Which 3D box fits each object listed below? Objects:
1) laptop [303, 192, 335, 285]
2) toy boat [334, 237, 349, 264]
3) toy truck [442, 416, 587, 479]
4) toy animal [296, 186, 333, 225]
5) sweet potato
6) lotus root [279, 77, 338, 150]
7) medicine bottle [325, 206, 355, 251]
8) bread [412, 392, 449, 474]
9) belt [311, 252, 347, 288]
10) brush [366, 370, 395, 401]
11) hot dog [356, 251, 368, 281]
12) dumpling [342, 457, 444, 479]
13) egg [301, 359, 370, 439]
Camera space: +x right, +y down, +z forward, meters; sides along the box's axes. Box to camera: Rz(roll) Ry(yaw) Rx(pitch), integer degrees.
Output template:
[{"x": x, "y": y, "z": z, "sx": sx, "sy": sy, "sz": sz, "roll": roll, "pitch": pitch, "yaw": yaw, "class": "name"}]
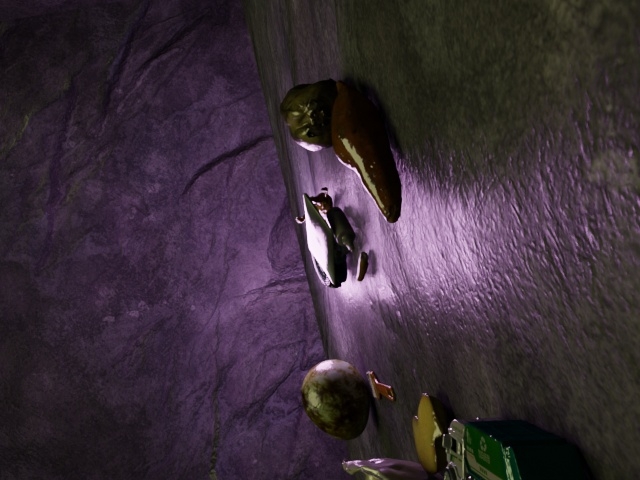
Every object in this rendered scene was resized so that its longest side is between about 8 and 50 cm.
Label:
[{"x": 0.000, "y": 0.000, "z": 1.707, "sx": 0.188, "sy": 0.015, "sz": 0.269, "roll": 56, "pitch": 161, "yaw": 36, "class": "laptop"}, {"x": 0.062, "y": 0.023, "z": 1.702, "sx": 0.066, "sy": 0.059, "sz": 0.140, "roll": 32, "pitch": 145, "yaw": 36, "class": "toy boat"}, {"x": 0.237, "y": 0.294, "z": 0.691, "sx": 0.253, "sy": 0.114, "sz": 0.124, "roll": 147, "pitch": 123, "yaw": -82, "class": "toy truck"}, {"x": 0.006, "y": -0.120, "z": 1.792, "sx": 0.116, "sy": 0.114, "sz": 0.255, "roll": -64, "pitch": 4, "yaw": -20, "class": "toy animal"}, {"x": 0.074, "y": -0.195, "z": 1.048, "sx": 0.112, "sy": 0.112, "sz": 0.359, "roll": 88, "pitch": 170, "yaw": -54, "class": "sweet potato"}, {"x": -0.008, "y": -0.296, "z": 1.292, "sx": 0.152, "sy": 0.160, "sz": 0.275, "roll": 54, "pitch": -177, "yaw": -22, "class": "lotus root"}, {"x": 0.065, "y": -0.025, "z": 1.581, "sx": 0.199, "sy": 0.057, "sz": 0.058, "roll": -115, "pitch": 14, "yaw": -53, "class": "medicine bottle"}, {"x": 0.227, "y": 0.378, "z": 1.096, "sx": 0.188, "sy": 0.065, "sz": 0.150, "roll": 102, "pitch": 165, "yaw": -80, "class": "bread"}, {"x": 0.032, "y": 0.067, "z": 1.860, "sx": 0.141, "sy": 0.082, "sz": 0.190, "roll": 107, "pitch": 147, "yaw": -54, "class": "belt"}, {"x": 0.185, "y": 0.449, "z": 1.668, "sx": 0.314, "sy": 0.017, "sz": 0.090, "roll": 124, "pitch": 130, "yaw": -79, "class": "brush"}, {"x": 0.114, "y": 0.077, "z": 1.498, "sx": 0.137, "sy": 0.028, "sz": 0.044, "roll": 95, "pitch": -173, "yaw": -59, "class": "hot dog"}, {"x": 0.164, "y": 0.525, "z": 1.123, "sx": 0.260, "sy": 0.181, "sz": 0.341, "roll": 41, "pitch": -172, "yaw": -5, "class": "dumpling"}, {"x": 0.058, "y": 0.569, "z": 1.956, "sx": 0.238, "sy": 0.238, "sz": 0.290, "roll": 149, "pitch": 100, "yaw": -82, "class": "egg"}]
